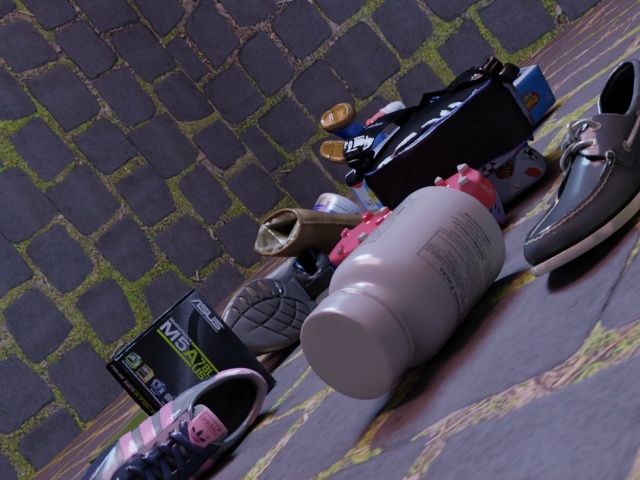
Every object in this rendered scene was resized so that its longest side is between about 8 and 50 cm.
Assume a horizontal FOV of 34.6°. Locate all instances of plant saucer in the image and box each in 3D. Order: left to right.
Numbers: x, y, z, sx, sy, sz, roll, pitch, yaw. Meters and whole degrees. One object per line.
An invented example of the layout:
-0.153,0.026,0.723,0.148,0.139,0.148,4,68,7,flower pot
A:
-0.335,0.362,1.988,0.188,0.045,0.188,-36,5,40,plant saucer

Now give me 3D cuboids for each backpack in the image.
0.201,-0.137,1.490,0.276,0.213,0.263,-30,14,19,backpack

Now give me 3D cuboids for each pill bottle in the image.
0.007,0.008,2.099,0.187,0.112,0.112,-61,12,-19,pill bottle
0.083,0.052,1.033,0.131,0.131,0.229,-35,6,46,pill bottle

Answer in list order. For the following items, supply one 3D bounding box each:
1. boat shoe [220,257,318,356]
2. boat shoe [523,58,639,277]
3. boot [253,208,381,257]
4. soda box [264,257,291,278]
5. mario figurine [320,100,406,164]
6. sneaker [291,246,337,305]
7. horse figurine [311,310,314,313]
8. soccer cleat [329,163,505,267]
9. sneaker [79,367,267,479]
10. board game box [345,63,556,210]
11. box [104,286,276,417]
-0.085,0.138,1.794,0.130,0.132,0.355,-48,-9,28,boat shoe
0.269,-0.078,1.009,0.319,0.099,0.116,-43,6,-38,boat shoe
0.000,0.000,1.742,0.269,0.089,0.236,-2,-21,-39,boot
-0.105,0.112,2.453,0.216,0.069,0.074,-39,4,17,soda box
0.141,-0.210,2.275,0.320,0.170,0.198,12,-70,-55,mario figurine
0.009,0.061,1.645,0.079,0.121,0.217,-39,4,-2,sneaker
0.081,0.059,1.323,0.174,0.066,0.263,-20,-19,-43,horse figurine
0.125,-0.010,1.371,0.248,0.095,0.083,-29,21,23,soccer cleat
-0.189,0.264,1.302,0.319,0.112,0.131,-45,4,-41,sneaker
0.248,-0.195,1.979,0.308,0.086,0.302,-44,19,-31,board game box
-0.181,0.191,1.470,0.184,0.191,0.045,-42,3,-42,box
